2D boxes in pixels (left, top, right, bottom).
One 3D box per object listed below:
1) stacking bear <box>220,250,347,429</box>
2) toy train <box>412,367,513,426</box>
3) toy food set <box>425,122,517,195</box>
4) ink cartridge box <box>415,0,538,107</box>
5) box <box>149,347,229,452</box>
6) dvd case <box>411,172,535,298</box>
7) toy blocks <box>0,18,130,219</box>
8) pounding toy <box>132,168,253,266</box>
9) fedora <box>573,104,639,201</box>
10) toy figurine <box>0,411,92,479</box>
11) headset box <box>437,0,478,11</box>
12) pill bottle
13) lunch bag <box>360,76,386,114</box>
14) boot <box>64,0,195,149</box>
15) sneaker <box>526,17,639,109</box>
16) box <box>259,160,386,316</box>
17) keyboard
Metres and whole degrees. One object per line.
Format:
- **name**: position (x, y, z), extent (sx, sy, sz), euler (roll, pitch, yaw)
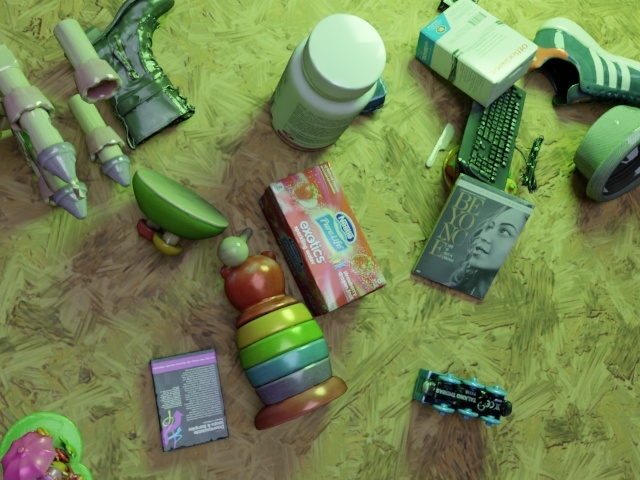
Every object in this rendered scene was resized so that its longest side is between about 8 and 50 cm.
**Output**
- **stacking bear**: position (-0.081, 0.163, 1.139), extent (0.175, 0.164, 0.289), euler (-21, 81, -18)
- **toy train**: position (0.271, 0.296, 1.228), extent (0.184, 0.105, 0.080), euler (16, 84, -11)
- **toy food set**: position (0.333, -0.147, 1.352), extent (0.218, 0.071, 0.128), euler (40, 72, -4)
- **ink cartridge box**: position (0.326, -0.398, 1.360), extent (0.148, 0.086, 0.203), euler (-40, 71, -19)
- **box**: position (-0.231, 0.279, 1.136), extent (0.116, 0.029, 0.162), euler (-8, 80, -16)
- **dvd case**: position (0.302, -0.004, 1.280), extent (0.164, 0.018, 0.221), euler (21, 108, -10)
- **toy blocks**: position (-0.448, -0.127, 1.020), extent (0.308, 0.288, 0.260), euler (-29, 82, -22)
- **pounding toy**: position (-0.245, -0.018, 1.137), extent (0.236, 0.183, 0.110), euler (33, 98, -10)
- **fedora**: position (0.660, -0.209, 1.402), extent (0.275, 0.244, 0.124), euler (-31, 59, -10)
- **toy figurine**: position (-0.429, 0.354, 0.997), extent (0.130, 0.159, 0.173), euler (-40, 92, -19)
- **headset box**: position (0.314, -0.530, 1.444), extent (0.083, 0.032, 0.062), euler (27, 73, -10)
- **pill bottle**: position (0.009, -0.281, 1.179), extent (0.160, 0.283, 0.161), euler (3, 79, -15)
- **lunch bag**: position (0.095, -0.307, 1.322), extent (0.067, 0.065, 0.099), euler (-19, 78, -3)
- **boot**: position (-0.318, -0.322, 1.213), extent (0.263, 0.091, 0.229), euler (-43, 98, -15)
- **sneaker**: position (0.616, -0.346, 1.450), extent (0.350, 0.131, 0.148), euler (29, 80, -2)
- **box**: position (0.000, 0.000, 1.204), extent (0.128, 0.122, 0.257), euler (-24, 86, -19)
- **keyboard**: position (0.395, -0.215, 1.353), extent (0.201, 0.033, 0.317), euler (33, 55, -14)
